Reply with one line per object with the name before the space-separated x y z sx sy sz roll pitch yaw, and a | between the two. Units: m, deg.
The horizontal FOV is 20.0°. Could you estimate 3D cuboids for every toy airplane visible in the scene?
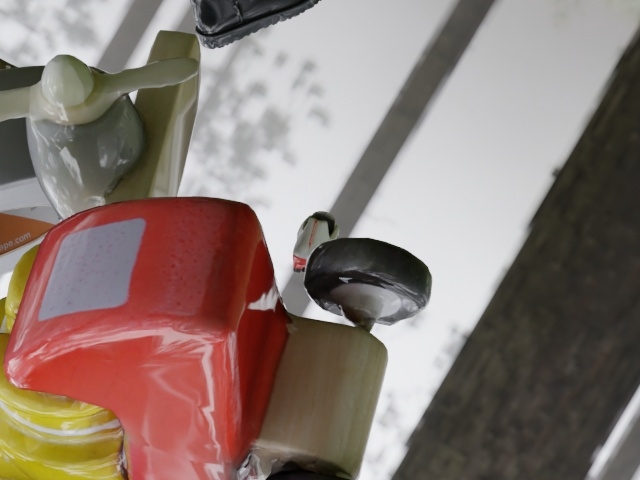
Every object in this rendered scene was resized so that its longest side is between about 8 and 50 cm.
toy airplane | -0.136 0.097 0.922 0.272 0.384 0.386 18 -163 -12

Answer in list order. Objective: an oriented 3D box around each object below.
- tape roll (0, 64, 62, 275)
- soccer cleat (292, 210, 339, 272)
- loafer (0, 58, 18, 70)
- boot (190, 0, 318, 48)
tape roll | -0.224 -0.031 1.130 0.219 0.219 0.072 26 -137 -75
soccer cleat | 0.000 0.000 1.040 0.029 0.036 0.083 14 -174 6
loafer | -0.328 -0.156 1.798 0.148 0.056 0.050 37 -162 -22
boot | -0.052 -0.201 1.291 0.045 0.121 0.099 45 158 48
